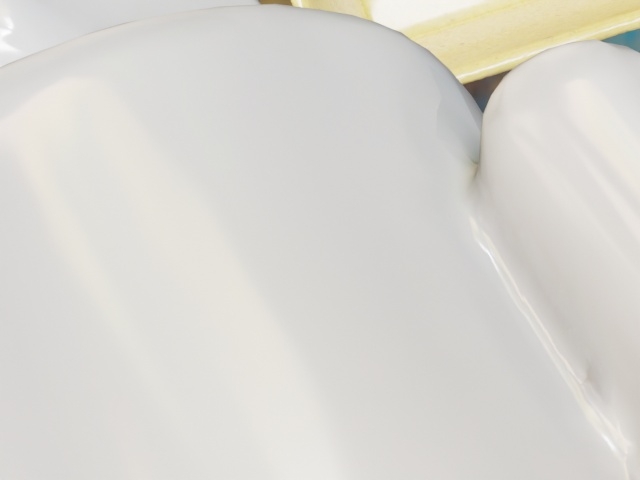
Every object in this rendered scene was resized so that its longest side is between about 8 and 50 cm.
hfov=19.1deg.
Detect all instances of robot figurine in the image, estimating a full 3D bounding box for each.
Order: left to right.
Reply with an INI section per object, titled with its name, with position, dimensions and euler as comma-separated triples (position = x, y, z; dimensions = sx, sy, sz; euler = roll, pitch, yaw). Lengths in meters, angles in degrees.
[robot figurine]
position = -0.006, 0.092, 0.407
dimensions = 0.200, 0.353, 0.300
euler = 3, 140, -48

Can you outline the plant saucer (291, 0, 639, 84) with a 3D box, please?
[plant saucer]
position = 0.111, -0.266, 1.144
dimensions = 0.081, 0.333, 0.332
euler = 104, -32, -82
